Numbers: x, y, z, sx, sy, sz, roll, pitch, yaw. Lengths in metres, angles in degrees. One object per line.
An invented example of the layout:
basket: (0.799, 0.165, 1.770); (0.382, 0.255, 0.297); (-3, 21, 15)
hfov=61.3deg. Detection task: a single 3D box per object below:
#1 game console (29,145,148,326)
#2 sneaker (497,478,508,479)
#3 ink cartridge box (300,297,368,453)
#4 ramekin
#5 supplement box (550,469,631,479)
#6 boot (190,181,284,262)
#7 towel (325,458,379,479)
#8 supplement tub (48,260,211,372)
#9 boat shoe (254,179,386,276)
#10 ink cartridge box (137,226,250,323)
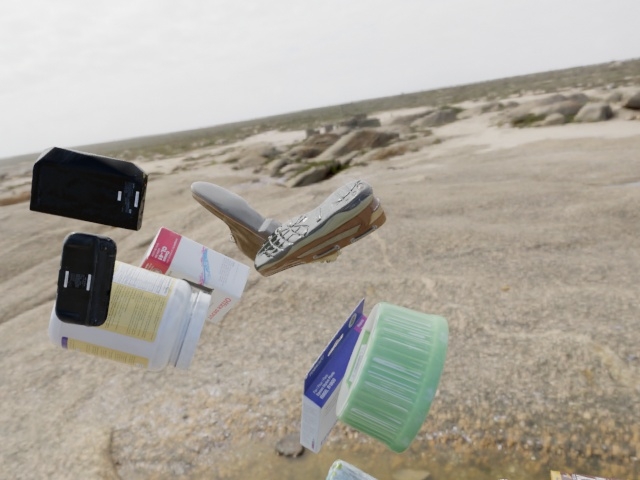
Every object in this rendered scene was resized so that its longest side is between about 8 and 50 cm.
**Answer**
game console: (-0.482, 0.003, 1.095); (0.213, 0.361, 0.044); (12, 12, -4)
sneaker: (0.304, 0.396, 0.805); (0.109, 0.040, 0.043); (13, 58, 50)
ink cartridge box: (0.057, 0.378, 1.510); (0.071, 0.330, 0.324); (25, 46, 20)
ramekin: (0.146, 0.280, 1.161); (0.148, 0.303, 0.303); (21, 14, 2)
supplement box: (0.666, 0.686, 1.305); (0.194, 0.191, 0.129); (0, 1, 19)
boot: (-0.207, -0.034, 1.352); (0.305, 0.115, 0.112); (34, 30, 3)
towel: (0.090, 0.745, 1.258); (0.321, 0.374, 0.090); (29, 3, -4)
supplement tub: (-0.462, 0.186, 1.341); (0.331, 0.241, 0.241); (18, 7, -12)
boat shoe: (0.000, 0.000, 1.184); (0.324, 0.120, 0.122); (-31, 29, 24)
ink cartridge box: (-0.409, 0.115, 1.694); (0.226, 0.306, 0.131); (-43, 25, 47)
